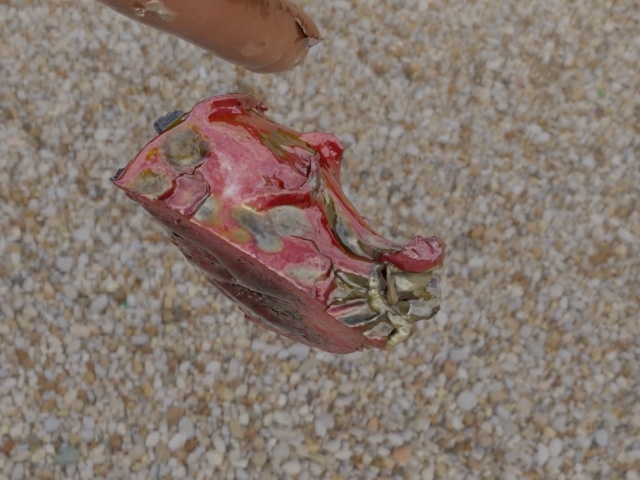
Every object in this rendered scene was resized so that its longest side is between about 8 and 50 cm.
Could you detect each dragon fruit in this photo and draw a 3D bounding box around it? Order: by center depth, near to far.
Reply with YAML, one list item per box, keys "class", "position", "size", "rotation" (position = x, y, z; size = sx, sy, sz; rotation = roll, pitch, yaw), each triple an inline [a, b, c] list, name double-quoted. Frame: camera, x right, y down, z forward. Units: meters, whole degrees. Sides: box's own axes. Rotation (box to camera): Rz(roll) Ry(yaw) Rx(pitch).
- class: "dragon fruit"
  position: [0.000, 0.000, 0.818]
  size: [0.211, 0.262, 0.134]
  rotation: [30, 77, 24]

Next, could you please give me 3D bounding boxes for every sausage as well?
- class: "sausage"
  position: [-0.139, -0.237, 1.001]
  size: [0.094, 0.094, 0.419]
  rotation: [44, 15, 30]
